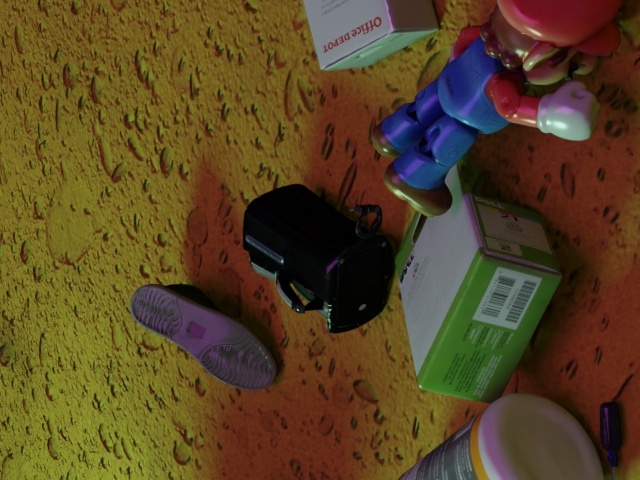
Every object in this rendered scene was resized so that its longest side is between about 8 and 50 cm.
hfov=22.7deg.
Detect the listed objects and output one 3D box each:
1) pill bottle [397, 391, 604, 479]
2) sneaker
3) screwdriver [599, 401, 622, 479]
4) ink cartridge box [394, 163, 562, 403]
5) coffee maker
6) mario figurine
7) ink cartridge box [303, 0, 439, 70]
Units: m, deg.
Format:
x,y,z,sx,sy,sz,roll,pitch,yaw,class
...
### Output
x,y,z,sx,sy,sz,roll,pitch,yaw,class
0.171,0.298,1.772,0.278,0.162,0.162,-47,62,42,pill bottle
-0.143,0.119,2.169,0.222,0.118,0.083,33,103,8,sneaker
0.319,0.256,1.713,0.025,0.024,0.169,-7,98,20,screwdriver
0.170,0.028,1.797,0.255,0.097,0.188,-97,25,-56,ink cartridge box
0.000,0.000,1.959,0.178,0.120,0.171,35,111,40,coffee maker
0.208,-0.159,1.692,0.320,0.170,0.198,-45,76,33,mario figurine
0.046,-0.312,1.877,0.140,0.082,0.190,-22,81,48,ink cartridge box
